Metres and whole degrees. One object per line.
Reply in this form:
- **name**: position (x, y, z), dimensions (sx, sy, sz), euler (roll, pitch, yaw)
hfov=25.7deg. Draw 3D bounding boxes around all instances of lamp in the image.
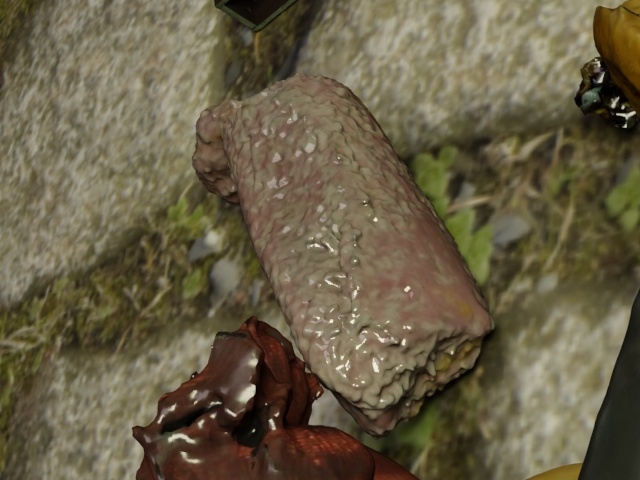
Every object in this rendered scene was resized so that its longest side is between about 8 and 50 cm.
- **lamp**: position (-0.012, 0.152, 0.600), dimensions (0.151, 0.223, 0.215), euler (-43, 6, -5)

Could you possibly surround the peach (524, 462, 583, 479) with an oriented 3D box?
- **peach**: position (0.112, 0.162, 0.494), dimensions (0.184, 0.184, 0.184), euler (-25, 51, 37)

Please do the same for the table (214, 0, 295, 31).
- **table**: position (-0.003, -0.268, 0.920), dimensions (0.240, 0.111, 0.121), euler (-34, 48, 31)

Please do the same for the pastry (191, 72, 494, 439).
- **pastry**: position (0.008, -0.011, 0.771), dimensions (0.112, 0.103, 0.265), euler (-46, 43, 8)

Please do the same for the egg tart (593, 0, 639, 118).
- **egg tart**: position (0.209, -0.049, 0.503), dimensions (0.147, 0.202, 0.202), euler (-42, 42, 11)

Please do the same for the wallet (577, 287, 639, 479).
- **wallet**: position (0.132, 0.223, 0.384), dimensions (0.062, 0.228, 0.406), euler (-145, 75, -83)

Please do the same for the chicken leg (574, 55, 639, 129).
- **chicken leg**: position (0.206, -0.165, 0.680), dimensions (0.253, 0.051, 0.106), euler (-61, 33, 2)
